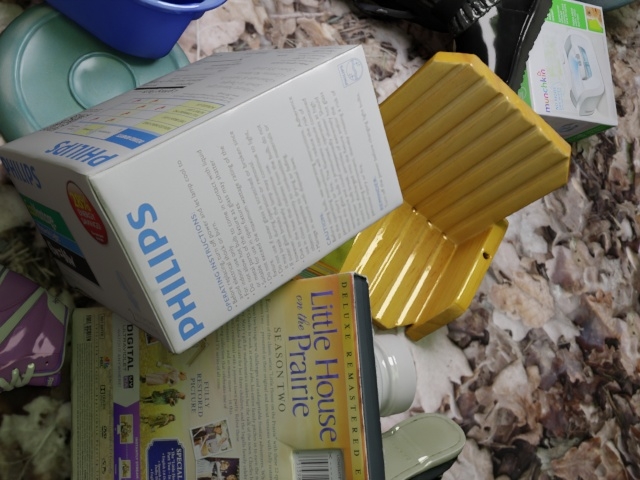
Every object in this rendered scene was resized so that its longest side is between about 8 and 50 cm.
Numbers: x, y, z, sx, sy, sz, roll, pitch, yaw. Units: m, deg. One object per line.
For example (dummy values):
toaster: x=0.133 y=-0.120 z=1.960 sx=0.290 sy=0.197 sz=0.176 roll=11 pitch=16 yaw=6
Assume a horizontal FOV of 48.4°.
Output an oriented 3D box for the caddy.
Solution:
caddy: x=-0.284 y=-0.435 z=1.031 sx=0.341 sy=0.179 sz=0.241 roll=34 pitch=52 yaw=-9

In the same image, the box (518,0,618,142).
box: x=0.459 y=-0.347 z=1.445 sx=0.231 sy=0.126 sz=0.262 roll=3 pitch=78 yaw=-28

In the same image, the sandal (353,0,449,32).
sandal: x=0.138 y=-0.430 z=1.326 sx=0.254 sy=0.097 sz=0.055 roll=16 pitch=99 yaw=-22

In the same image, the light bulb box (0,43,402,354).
light bulb box: x=-0.157 y=-0.082 z=0.918 sx=0.361 sy=0.357 sz=0.225 roll=-33 pitch=118 yaw=-28

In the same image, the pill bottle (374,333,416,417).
pill bottle: x=-0.015 y=0.217 z=1.054 sx=0.301 sy=0.169 sz=0.169 roll=-4 pitch=80 yaw=-26

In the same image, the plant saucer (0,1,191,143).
plant saucer: x=-0.328 y=-0.230 z=1.072 sx=0.317 sy=0.043 sz=0.318 roll=7 pitch=75 yaw=-26

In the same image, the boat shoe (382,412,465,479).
boat shoe: x=0.073 y=0.365 z=1.101 sx=0.339 sy=0.127 sz=0.113 roll=-11 pitch=127 yaw=-35

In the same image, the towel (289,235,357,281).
towel: x=0.000 y=0.000 z=1.109 sx=0.102 sy=0.021 sz=0.237 roll=22 pitch=108 yaw=-10

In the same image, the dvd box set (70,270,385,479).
dvd box set: x=-0.131 y=0.215 z=0.891 sx=0.062 sy=0.420 sz=0.308 roll=20 pitch=63 yaw=-65

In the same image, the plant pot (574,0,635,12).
plant pot: x=0.592 y=-0.630 z=1.501 sx=0.247 sy=0.252 sz=0.248 roll=42 pitch=64 yaw=-13

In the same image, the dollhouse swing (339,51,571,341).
dollhouse swing: x=0.168 y=-0.059 z=1.132 sx=0.346 sy=0.305 sz=0.315 roll=39 pitch=64 yaw=-14

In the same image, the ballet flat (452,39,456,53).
ballet flat: x=0.302 y=-0.359 z=1.405 sx=0.077 sy=0.091 sz=0.241 roll=-7 pitch=75 yaw=3

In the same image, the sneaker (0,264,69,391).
sneaker: x=-0.422 y=0.181 z=0.900 sx=0.161 sy=0.102 sz=0.282 roll=35 pitch=66 yaw=-19

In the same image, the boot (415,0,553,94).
boot: x=0.238 y=-0.372 z=1.251 sx=0.260 sy=0.131 sz=0.348 roll=30 pitch=75 yaw=-23
